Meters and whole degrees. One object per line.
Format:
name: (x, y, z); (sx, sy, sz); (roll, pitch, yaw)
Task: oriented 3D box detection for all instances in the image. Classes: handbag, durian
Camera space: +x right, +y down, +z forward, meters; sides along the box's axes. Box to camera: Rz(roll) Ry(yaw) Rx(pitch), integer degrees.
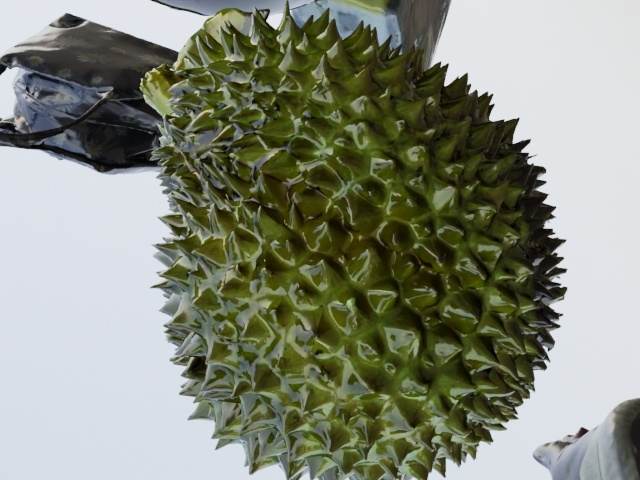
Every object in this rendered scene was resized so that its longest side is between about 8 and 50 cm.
handbag: (-0.145, -0.069, 1.061); (0.115, 0.072, 0.139); (23, -154, 25)
durian: (0.013, 0.001, 0.728); (0.146, 0.159, 0.198); (-28, -72, -78)

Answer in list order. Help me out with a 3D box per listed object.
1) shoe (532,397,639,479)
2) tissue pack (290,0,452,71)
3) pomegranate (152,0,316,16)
shoe: (0.202, 0.218, 1.254); (0.099, 0.112, 0.227); (-4, -94, -39)
tissue pack: (0.049, -0.210, 1.206); (0.185, 0.081, 0.257); (83, -157, -66)
pomegranate: (-0.041, -0.210, 0.901); (0.231, 0.231, 0.286); (49, 170, -11)
